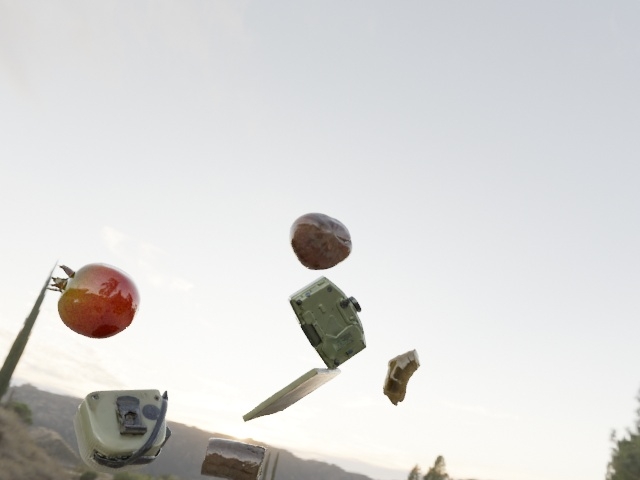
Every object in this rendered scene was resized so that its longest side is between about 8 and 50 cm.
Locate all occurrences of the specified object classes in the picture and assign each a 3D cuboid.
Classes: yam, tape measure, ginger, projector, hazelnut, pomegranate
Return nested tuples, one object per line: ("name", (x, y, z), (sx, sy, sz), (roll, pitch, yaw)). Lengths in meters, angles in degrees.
("yam", (-0.180, 0.458, 1.037), (0.127, 0.084, 0.084), (11, -29, 1))
("tape measure", (-0.521, 0.526, 1.399), (0.271, 0.231, 0.133), (16, -65, -47))
("ginger", (0.253, 0.425, 1.578), (0.095, 0.190, 0.069), (24, -11, -6))
("projector", (0.037, 0.251, 1.579), (0.270, 0.193, 0.088), (60, -12, -7))
("hazelnut", (0.000, 0.000, 1.182), (0.154, 0.143, 0.143), (40, -37, -14))
("pomegranate", (-0.635, 0.159, 1.398), (0.256, 0.221, 0.221), (33, -34, -9))

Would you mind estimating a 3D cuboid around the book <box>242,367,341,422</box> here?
("book", (-0.063, 0.403, 1.327), (0.217, 0.021, 0.310), (-34, -19, 3))
